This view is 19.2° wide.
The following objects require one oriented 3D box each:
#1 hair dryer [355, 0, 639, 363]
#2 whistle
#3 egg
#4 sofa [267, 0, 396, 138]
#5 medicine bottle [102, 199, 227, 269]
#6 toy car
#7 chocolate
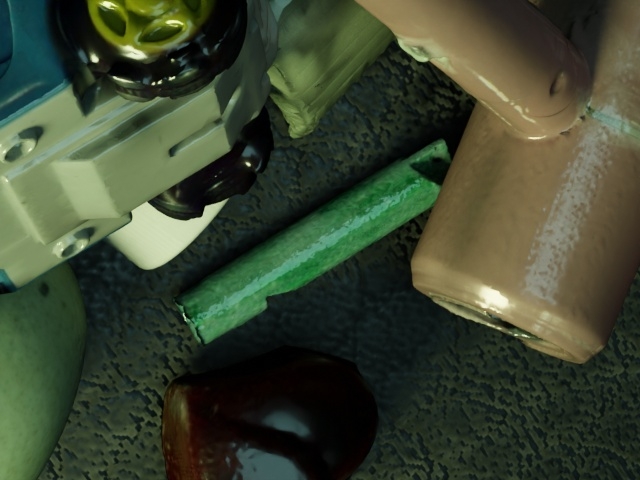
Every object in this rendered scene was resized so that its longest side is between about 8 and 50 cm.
[{"bbox_3d":[0.082,-0.081,1.003,0.352,0.125,0.210,30,82,-52],"label":"hair dryer"},{"bbox_3d":[0.000,0.000,1.123,0.186,0.039,0.039,-32,106,-8],"label":"whistle"},{"bbox_3d":[-0.224,0.085,1.009,0.169,0.169,0.236,37,91,-17],"label":"egg"},{"bbox_3d":[-0.027,-0.212,1.058,0.225,0.176,0.210,40,87,11],"label":"sofa"},{"bbox_3d":[-0.153,-0.095,1.015,0.237,0.139,0.139,39,88,-18],"label":"medicine bottle"},{"bbox_3d":[-0.159,-0.059,0.860,0.314,0.198,0.166,-32,71,-6],"label":"toy car"},{"bbox_3d":[-0.026,0.114,1.098,0.125,0.080,0.149,42,74,-11],"label":"chocolate"}]
